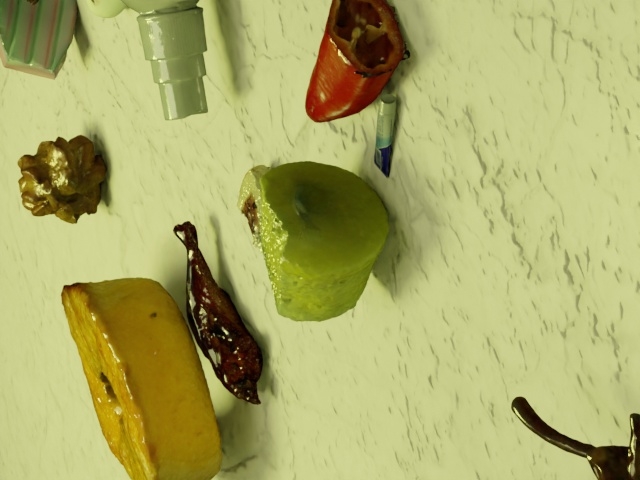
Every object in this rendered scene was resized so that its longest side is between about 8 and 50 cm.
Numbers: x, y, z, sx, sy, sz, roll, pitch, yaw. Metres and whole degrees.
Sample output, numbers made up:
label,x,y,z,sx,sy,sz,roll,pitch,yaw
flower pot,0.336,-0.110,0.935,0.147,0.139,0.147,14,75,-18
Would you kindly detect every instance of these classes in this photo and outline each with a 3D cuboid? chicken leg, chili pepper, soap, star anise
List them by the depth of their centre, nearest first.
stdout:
label,x,y,z,sx,sy,sz,roll,pitch,yaw
star anise,0.230,0.179,1.177,0.234,0.073,0.177,51,156,12
chili pepper,0.016,-0.145,1.472,0.169,0.065,0.088,125,132,-63
chicken leg,-0.113,0.085,1.849,0.219,0.048,0.089,65,149,22
soap,-0.357,-0.274,2.094,0.056,0.100,0.149,137,141,-67

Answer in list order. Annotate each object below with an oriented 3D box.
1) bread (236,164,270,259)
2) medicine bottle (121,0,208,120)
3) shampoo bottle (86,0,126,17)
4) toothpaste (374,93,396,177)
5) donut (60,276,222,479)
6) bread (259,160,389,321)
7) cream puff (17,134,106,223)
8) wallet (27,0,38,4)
label,x,y,z,sx,sy,sz,roll,pitch,yaw
bread,-0.055,-0.030,1.693,0.083,0.035,0.070,64,150,29
medicine bottle,-0.165,-0.298,1.694,0.110,0.110,0.352,6,108,62
shampoo bottle,-0.228,-0.307,1.887,0.152,0.045,0.077,-31,75,62
toothpaste,0.055,-0.092,1.470,0.024,0.015,0.083,51,150,38
donut,-0.201,0.168,1.956,0.303,0.110,0.303,161,90,-74
bread,0.000,0.000,1.516,0.114,0.111,0.129,105,160,-52
cream puff,-0.325,-0.075,2.134,0.116,0.122,0.094,44,178,-30
wallet,-0.358,-0.380,2.048,0.042,0.124,0.230,38,-173,-47
